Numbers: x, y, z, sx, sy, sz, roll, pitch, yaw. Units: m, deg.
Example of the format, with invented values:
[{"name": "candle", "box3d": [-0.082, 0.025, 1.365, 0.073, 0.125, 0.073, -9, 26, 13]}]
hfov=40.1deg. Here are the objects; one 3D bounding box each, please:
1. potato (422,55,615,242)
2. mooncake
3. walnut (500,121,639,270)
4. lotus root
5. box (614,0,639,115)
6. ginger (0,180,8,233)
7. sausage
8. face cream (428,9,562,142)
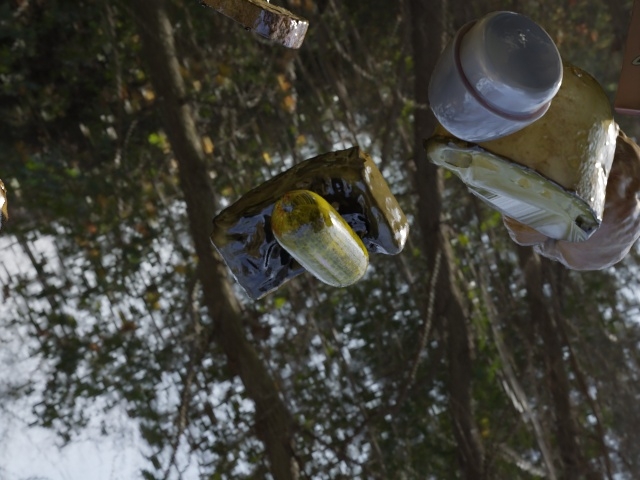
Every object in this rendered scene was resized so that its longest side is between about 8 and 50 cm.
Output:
[{"name": "potato", "box3d": [0.312, -0.153, 1.270, 0.242, 0.285, 0.242, -62, 178, -4]}, {"name": "mooncake", "box3d": [-0.032, -0.038, 1.945, 0.394, 0.246, 0.393, -33, -164, -23]}, {"name": "walnut", "box3d": [0.542, -0.108, 1.845, 0.306, 0.306, 0.344, -11, -148, 48]}, {"name": "lotus root", "box3d": [-0.136, -0.482, 1.883, 0.261, 0.074, 0.170, 13, -158, -42]}, {"name": "box", "box3d": [0.580, -0.286, 1.338, 0.215, 0.215, 0.086, 11, -177, 29]}, {"name": "ginger", "box3d": [-0.542, -0.103, 1.264, 0.107, 0.309, 0.133, -13, -152, 32]}, {"name": "sausage", "box3d": [0.000, 0.000, 1.706, 0.123, 0.123, 0.347, -21, 150, 15]}, {"name": "face cream", "box3d": [0.171, -0.160, 0.869, 0.117, 0.117, 0.104, -31, 173, -33]}]
